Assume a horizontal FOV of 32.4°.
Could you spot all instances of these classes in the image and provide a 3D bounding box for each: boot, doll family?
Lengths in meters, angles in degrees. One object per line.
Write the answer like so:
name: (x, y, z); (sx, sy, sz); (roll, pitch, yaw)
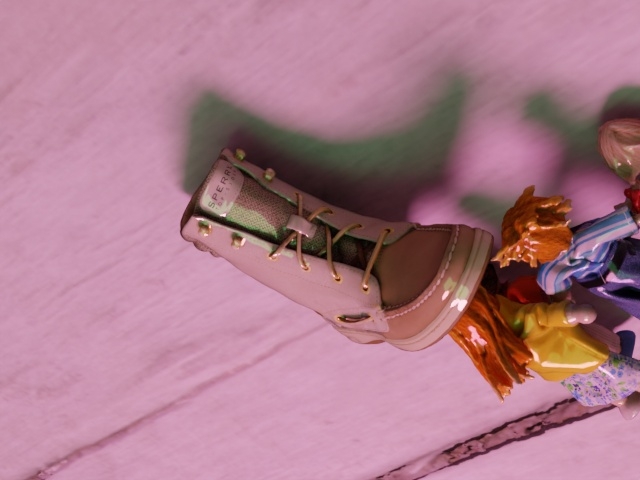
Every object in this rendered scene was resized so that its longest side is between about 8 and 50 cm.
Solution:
boot: (0.000, 0.000, 0.700); (0.165, 0.077, 0.213); (31, 163, -14)
doll family: (0.171, 0.032, 0.694); (0.163, 0.118, 0.263); (26, 136, -12)
